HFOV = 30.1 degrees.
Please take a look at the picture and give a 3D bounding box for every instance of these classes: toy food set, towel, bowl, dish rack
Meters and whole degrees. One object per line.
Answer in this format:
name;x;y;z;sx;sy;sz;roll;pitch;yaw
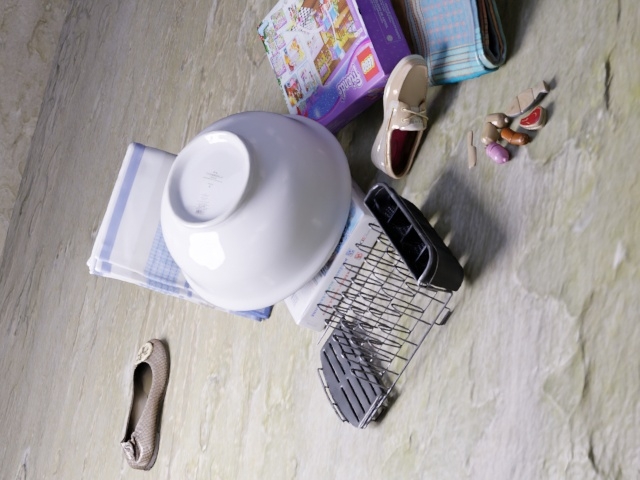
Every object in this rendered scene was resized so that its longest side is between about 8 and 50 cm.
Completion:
toy food set;0.226;-0.129;1.405;0.122;0.019;0.077;-30;46;40
towel;-0.186;-0.010;1.789;0.034;0.285;0.209;167;120;-71
bowl;-0.117;-0.063;1.635;0.298;0.134;0.297;-14;63;29
dish rack;0.065;0.088;1.482;0.271;0.074;0.208;-59;27;18
towel;0.101;-0.334;1.607;0.370;0.040;0.271;-2;104;60

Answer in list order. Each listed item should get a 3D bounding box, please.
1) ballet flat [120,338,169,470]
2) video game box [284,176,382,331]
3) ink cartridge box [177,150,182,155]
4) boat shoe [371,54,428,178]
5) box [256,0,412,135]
ballet flat;-0.308;0.276;2.049;0.084;0.058;0.249;-38;40;44
video game box;0.000;0.000;1.694;0.187;0.048;0.205;-61;28;18
ink cartridge box;-0.170;-0.041;1.962;0.273;0.115;0.198;5;75;62
boat shoe;0.115;-0.159;1.568;0.059;0.063;0.170;52;139;47
box;0.015;-0.277;1.702;0.293;0.057;0.200;-32;77;63
